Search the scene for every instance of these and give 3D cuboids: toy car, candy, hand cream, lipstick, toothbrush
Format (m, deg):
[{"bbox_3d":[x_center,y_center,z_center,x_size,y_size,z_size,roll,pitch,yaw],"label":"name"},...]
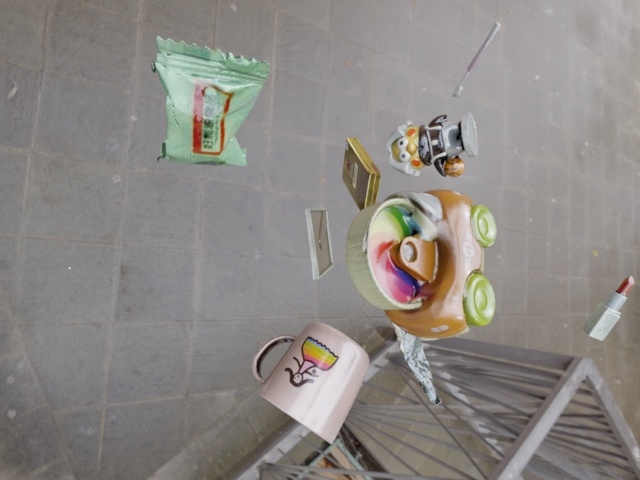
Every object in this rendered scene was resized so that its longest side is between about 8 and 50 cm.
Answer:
[{"bbox_3d":[0.133,0.017,0.578,0.235,0.145,0.235,9,76,-38],"label":"toy car"},{"bbox_3d":[-0.295,-0.334,1.050,0.262,0.398,0.172,-1,59,-21],"label":"candy"},{"bbox_3d":[0.226,0.257,0.938,0.075,0.052,0.248,-25,90,-55],"label":"hand cream"},{"bbox_3d":[0.536,0.121,0.739,0.030,0.030,0.129,21,108,0],"label":"lipstick"},{"bbox_3d":[0.375,-0.432,0.976,0.017,0.194,0.014,2,55,-14],"label":"toothbrush"}]

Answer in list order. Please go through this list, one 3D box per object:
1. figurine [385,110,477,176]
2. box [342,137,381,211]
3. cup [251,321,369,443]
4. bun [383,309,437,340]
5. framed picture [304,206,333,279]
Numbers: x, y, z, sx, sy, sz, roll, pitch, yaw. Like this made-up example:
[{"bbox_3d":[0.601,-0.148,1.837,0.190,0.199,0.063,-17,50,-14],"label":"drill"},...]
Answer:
[{"bbox_3d":[0.304,-0.255,1.112,0.133,0.236,0.176,-18,102,-57],"label":"figurine"},{"bbox_3d":[0.071,-0.117,0.729,0.023,0.133,0.090,-6,130,-14],"label":"box"},{"bbox_3d":[-0.031,0.296,0.913,0.200,0.252,0.191,-56,149,-23],"label":"cup"},{"bbox_3d":[0.299,0.137,1.248,0.211,0.360,0.360,15,77,-3],"label":"bun"},{"bbox_3d":[0.000,0.000,0.897,0.015,0.203,0.150,-6,94,11],"label":"framed picture"}]
